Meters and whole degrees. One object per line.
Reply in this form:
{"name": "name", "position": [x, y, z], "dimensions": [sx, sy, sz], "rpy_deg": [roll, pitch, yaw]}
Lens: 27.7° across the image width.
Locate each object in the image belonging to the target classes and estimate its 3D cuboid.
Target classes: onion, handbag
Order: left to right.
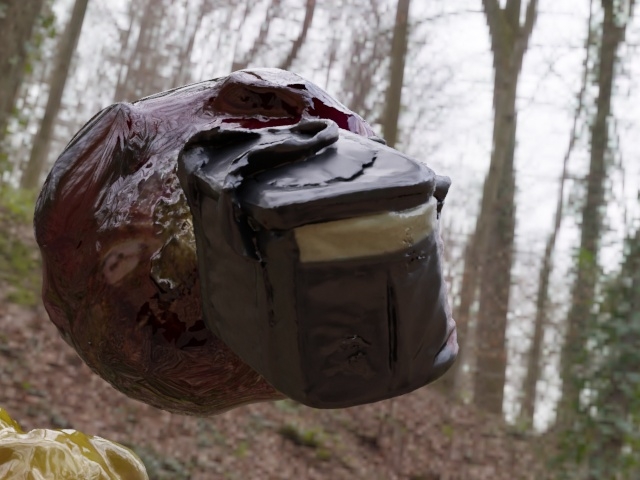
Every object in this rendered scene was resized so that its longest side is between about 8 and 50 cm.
{"name": "onion", "position": [-0.079, 0.026, 1.443], "dimensions": [0.398, 0.398, 0.420], "rpy_deg": [-1, -23, 23]}
{"name": "handbag", "position": [0.000, 0.000, 0.982], "dimensions": [0.181, 0.181, 0.254], "rpy_deg": [-13, 20, -19]}

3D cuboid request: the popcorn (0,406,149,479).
{"name": "popcorn", "position": [-0.223, 0.168, 0.680], "dimensions": [0.253, 0.190, 0.191], "rpy_deg": [1, -49, -23]}
